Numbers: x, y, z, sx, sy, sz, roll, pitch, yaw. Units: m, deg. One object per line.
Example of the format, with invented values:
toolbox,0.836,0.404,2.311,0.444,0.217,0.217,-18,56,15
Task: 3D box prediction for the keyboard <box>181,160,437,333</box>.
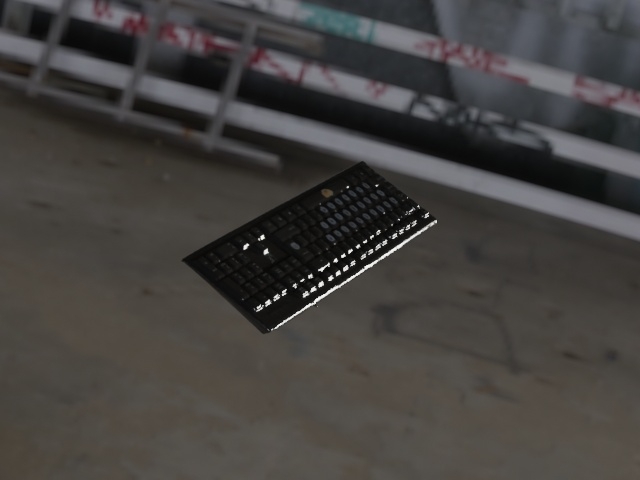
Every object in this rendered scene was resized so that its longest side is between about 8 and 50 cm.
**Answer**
keyboard,0.000,0.000,0.957,0.063,0.010,0.198,40,32,12
